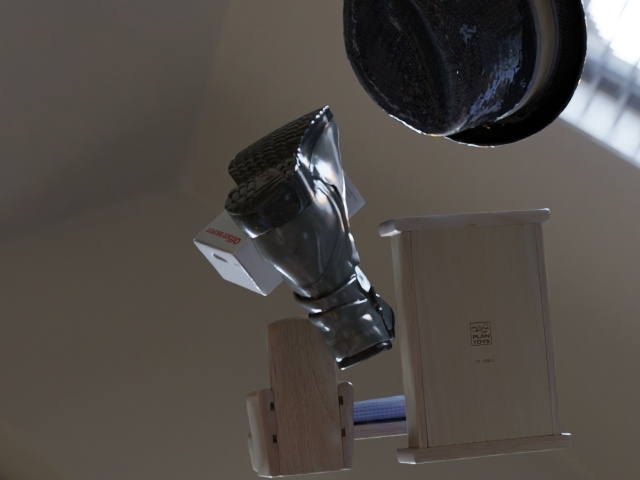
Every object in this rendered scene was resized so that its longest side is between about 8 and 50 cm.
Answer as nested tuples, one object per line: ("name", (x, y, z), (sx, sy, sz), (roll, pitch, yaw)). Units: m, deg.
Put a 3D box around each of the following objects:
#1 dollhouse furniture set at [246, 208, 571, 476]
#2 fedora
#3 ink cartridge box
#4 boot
("dollhouse furniture set", (0.047, 0.093, 1.539), (0.286, 0.303, 0.198), (-3, -95, -16))
("fedora", (0.123, -0.236, 1.895), (0.152, 0.334, 0.334), (-39, -31, -47))
("ink cartridge box", (-0.037, -0.016, 1.487), (0.122, 0.088, 0.052), (-42, -66, -15))
("boot", (0.000, 0.000, 1.336), (0.083, 0.161, 0.246), (-27, 16, 15))
